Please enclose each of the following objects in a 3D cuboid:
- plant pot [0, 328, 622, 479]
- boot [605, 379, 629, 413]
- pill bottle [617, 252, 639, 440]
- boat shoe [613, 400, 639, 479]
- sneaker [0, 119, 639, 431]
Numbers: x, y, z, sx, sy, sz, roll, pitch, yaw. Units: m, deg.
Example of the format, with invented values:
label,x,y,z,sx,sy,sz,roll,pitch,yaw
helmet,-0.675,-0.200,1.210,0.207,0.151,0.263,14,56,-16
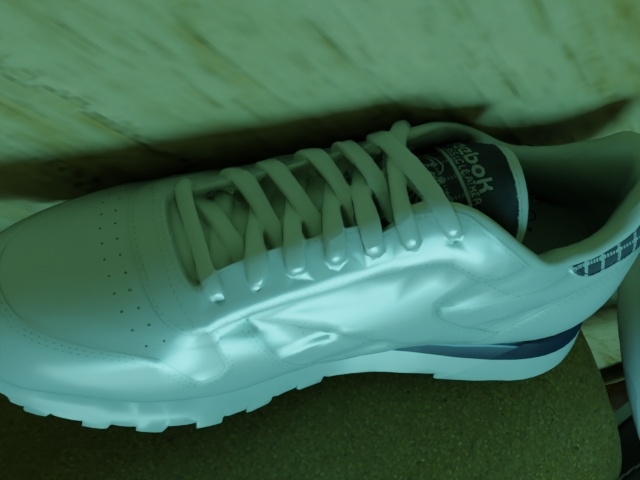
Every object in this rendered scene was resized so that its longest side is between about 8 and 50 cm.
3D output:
label,x,y,z,sx,sy,sz,roll,pitch,yaw
plant pot,-0.014,0.098,0.526,0.254,0.237,0.237,-22,167,-7
boot,0.360,0.198,1.215,0.264,0.096,0.280,18,154,-26
pill bottle,0.254,0.041,0.556,0.216,0.121,0.121,-7,168,25
boat shoe,0.236,0.121,0.794,0.228,0.068,0.081,-40,159,-6
sneaker,0.000,0.000,0.402,0.235,0.090,0.095,-7,153,-22
